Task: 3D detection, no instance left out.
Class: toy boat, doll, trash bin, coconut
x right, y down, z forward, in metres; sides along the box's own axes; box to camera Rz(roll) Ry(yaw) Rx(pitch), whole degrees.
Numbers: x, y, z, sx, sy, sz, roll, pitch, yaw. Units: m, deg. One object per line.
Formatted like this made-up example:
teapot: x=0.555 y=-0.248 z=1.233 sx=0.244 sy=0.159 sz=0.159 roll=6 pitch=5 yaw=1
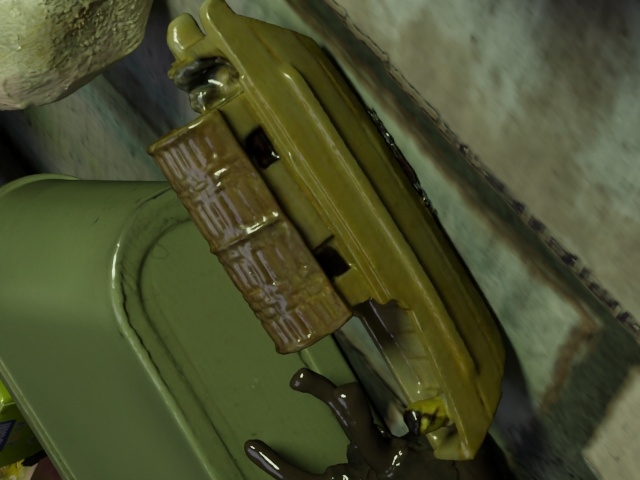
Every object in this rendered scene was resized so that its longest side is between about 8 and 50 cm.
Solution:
toy boat: x=0.000 y=0.000 z=0.781 sx=0.226 sy=0.088 sz=0.068 roll=58 pitch=158 yaw=-7
doll: x=0.048 y=0.124 z=0.906 sx=0.165 sy=0.057 sz=0.139 roll=42 pitch=150 yaw=-12
trash bin: x=-0.089 y=0.073 z=1.047 sx=0.247 sy=0.121 sz=0.243 roll=3 pitch=125 yaw=61
coconut: x=-0.148 y=-0.116 z=0.867 sx=0.110 sy=0.124 sz=0.110 roll=46 pitch=160 yaw=22

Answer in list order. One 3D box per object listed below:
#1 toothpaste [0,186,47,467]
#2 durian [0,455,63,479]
toothpaste: x=-0.265 y=-0.004 z=1.252 sx=0.327 sy=0.077 sz=0.110 roll=58 pitch=147 yaw=19
durian: x=-0.171 y=0.162 z=1.406 sx=0.132 sy=0.165 sz=0.182 roll=-9 pitch=150 yaw=24
